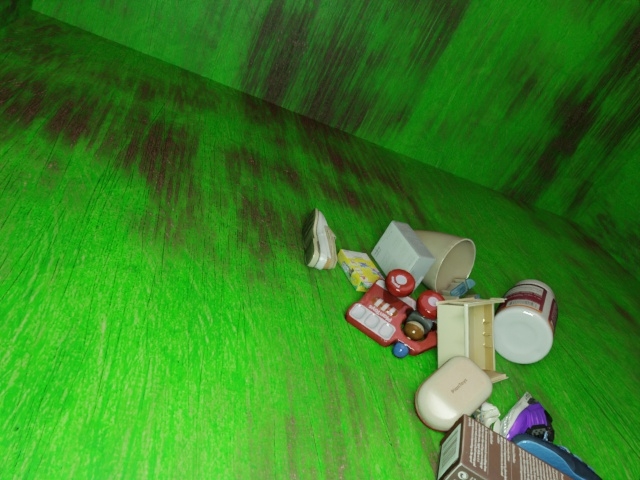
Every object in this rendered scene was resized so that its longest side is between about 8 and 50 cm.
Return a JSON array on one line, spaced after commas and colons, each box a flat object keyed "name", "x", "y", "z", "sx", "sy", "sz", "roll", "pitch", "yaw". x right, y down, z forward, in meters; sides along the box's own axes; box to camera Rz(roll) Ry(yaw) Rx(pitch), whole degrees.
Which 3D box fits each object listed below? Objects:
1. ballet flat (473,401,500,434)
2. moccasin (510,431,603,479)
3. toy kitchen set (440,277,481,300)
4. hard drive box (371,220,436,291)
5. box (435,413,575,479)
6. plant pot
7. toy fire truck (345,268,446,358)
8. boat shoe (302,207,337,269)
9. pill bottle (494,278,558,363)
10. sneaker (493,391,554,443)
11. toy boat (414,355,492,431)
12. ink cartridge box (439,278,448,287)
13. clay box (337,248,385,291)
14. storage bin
[{"name": "ballet flat", "x": 0.487, "y": 0.530, "z": 1.522, "sx": 0.077, "sy": 0.079, "sz": 0.221, "roll": 50, "pitch": 24, "yaw": -14}, {"name": "moccasin", "x": 0.661, "y": 0.642, "z": 1.474, "sx": 0.342, "sy": 0.137, "sz": 0.116, "roll": 38, "pitch": 22, "yaw": -12}, {"name": "toy kitchen set", "x": 0.548, "y": 0.256, "z": 2.004, "sx": 0.207, "sy": 0.122, "sz": 0.166, "roll": -31, "pitch": 105, "yaw": -28}, {"name": "hard drive box", "x": 0.322, "y": 0.064, "z": 2.053, "sx": 0.089, "sy": 0.181, "sz": 0.232, "roll": 10, "pitch": 34, "yaw": -33}, {"name": "box", "x": 0.486, "y": 0.629, "z": 1.301, "sx": 0.382, "sy": 0.143, "sz": 0.191, "roll": 30, "pitch": 27, "yaw": 6}, {"name": "plant pot", "x": 0.445, "y": 0.063, "z": 2.137, "sx": 0.257, "sy": 0.256, "sz": 0.274, "roll": -3, "pitch": 23, "yaw": -44}, {"name": "toy fire truck", "x": 0.261, "y": 0.262, "z": 1.721, "sx": 0.302, "sy": 0.169, "sz": 0.254, "roll": 35, "pitch": 52, "yaw": 14}, {"name": "boat shoe", "x": 0.000, "y": 0.000, "z": 1.956, "sx": 0.103, "sy": 0.113, "sz": 0.302, "roll": 20, "pitch": 39, "yaw": -18}, {"name": "pill bottle", "x": 0.810, "y": 0.302, "z": 2.048, "sx": 0.224, "sy": 0.224, "sz": 0.392, "roll": 36, "pitch": 29, "yaw": 15}, {"name": "sneaker", "x": 0.631, "y": 0.568, "z": 1.567, "sx": 0.146, "sy": 0.102, "sz": 0.293, "roll": 43, "pitch": 31, "yaw": 24}, {"name": "toy boat", "x": 0.373, "y": 0.451, "z": 1.495, "sx": 0.231, "sy": 0.151, "sz": 0.151, "roll": -33, "pitch": 60, "yaw": -23}, {"name": "ink cartridge box", "x": 0.541, "y": 0.189, "z": 2.202, "sx": 0.083, "sy": 0.028, "sz": 0.048, "roll": 7, "pitch": 35, "yaw": -36}, {"name": "clay box", "x": 0.158, "y": 0.124, "z": 1.934, "sx": 0.128, "sy": 0.053, "sz": 0.222, "roll": 10, "pitch": 32, "yaw": -32}, {"name": "storage bin", "x": 0.496, "y": 0.322, "z": 1.678, "sx": 0.261, "sy": 0.262, "sz": 0.123, "roll": 1, "pitch": -2, "yaw": -41}]
